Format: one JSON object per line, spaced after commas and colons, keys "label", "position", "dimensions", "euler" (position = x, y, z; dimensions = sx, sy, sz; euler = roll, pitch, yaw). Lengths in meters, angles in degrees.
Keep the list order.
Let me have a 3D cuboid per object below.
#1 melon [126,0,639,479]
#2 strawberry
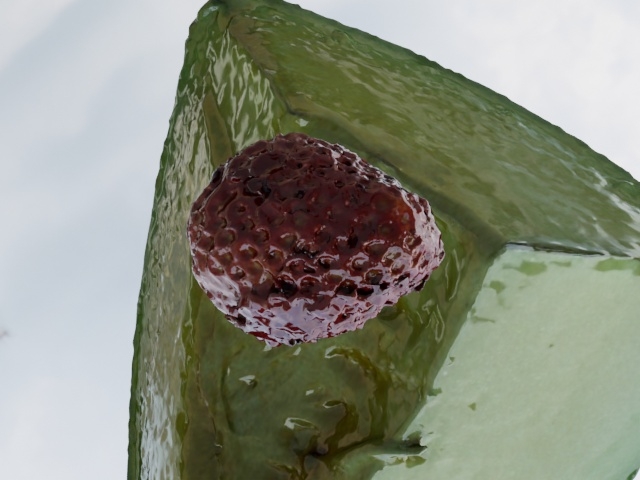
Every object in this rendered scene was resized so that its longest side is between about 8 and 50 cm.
{"label": "melon", "position": [0.002, 0.085, 0.666], "dimensions": [0.343, 0.331, 0.226], "euler": [-64, 173, 26]}
{"label": "strawberry", "position": [0.000, 0.000, 0.465], "dimensions": [0.096, 0.083, 0.083], "euler": [-12, -145, 39]}
